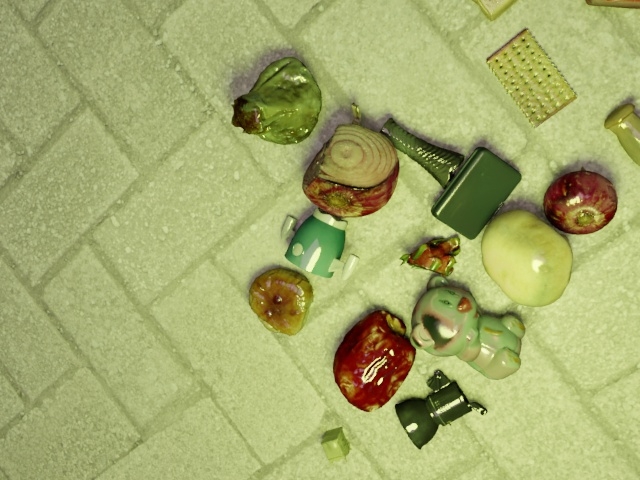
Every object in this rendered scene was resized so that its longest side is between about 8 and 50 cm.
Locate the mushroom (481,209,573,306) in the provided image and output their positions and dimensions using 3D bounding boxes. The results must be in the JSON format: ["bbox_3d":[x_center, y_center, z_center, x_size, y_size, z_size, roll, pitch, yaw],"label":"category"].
[{"bbox_3d":[0.565,0.037,1.388,0.234,0.254,0.260,-21,98,-20],"label":"mushroom"}]

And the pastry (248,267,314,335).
[{"bbox_3d":[-0.117,0.189,1.643,0.229,0.100,0.219,-36,88,18],"label":"pastry"}]

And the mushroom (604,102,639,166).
[{"bbox_3d":[0.836,-0.242,1.331,0.247,0.096,0.108,40,131,9],"label":"mushroom"}]

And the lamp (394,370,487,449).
[{"bbox_3d":[0.350,0.491,1.559,0.227,0.147,0.172,-34,65,9],"label":"lamp"}]

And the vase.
[{"bbox_3d":[0.276,-0.252,1.475,0.237,0.115,0.116,33,105,11],"label":"vase"}]

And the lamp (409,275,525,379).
[{"bbox_3d":[0.392,0.260,1.483,0.301,0.247,0.247,29,144,-3],"label":"lamp"}]

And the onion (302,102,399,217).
[{"bbox_3d":[0.084,-0.175,1.476,0.256,0.272,0.230,39,151,13],"label":"onion"}]

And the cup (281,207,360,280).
[{"bbox_3d":[0.000,0.000,1.555,0.299,0.167,0.173,31,100,35],"label":"cup"}]

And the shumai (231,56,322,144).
[{"bbox_3d":[-0.118,-0.400,1.495,0.225,0.222,0.261,29,100,11],"label":"shumai"}]

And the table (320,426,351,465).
[{"bbox_3d":[0.053,0.658,1.679,0.062,0.079,0.083,-22,94,19],"label":"table"}]

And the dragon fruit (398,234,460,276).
[{"bbox_3d":[0.324,0.049,1.506,0.175,0.138,0.142,-47,127,-12],"label":"dragon fruit"}]

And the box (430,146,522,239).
[{"bbox_3d":[0.428,-0.128,1.450,0.160,0.050,0.230,30,106,-17],"label":"box"}]

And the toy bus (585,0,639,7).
[{"bbox_3d":[0.803,-0.641,1.264,0.302,0.127,0.147,7,105,12],"label":"toy bus"}]

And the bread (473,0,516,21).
[{"bbox_3d":[0.474,-0.663,1.371,0.152,0.077,0.105,-38,89,15],"label":"bread"}]

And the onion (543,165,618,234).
[{"bbox_3d":[0.675,-0.098,1.369,0.177,0.153,0.177,2,107,6],"label":"onion"}]

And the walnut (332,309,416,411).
[{"bbox_3d":[0.174,0.359,1.547,0.243,0.222,0.269,35,102,-25],"label":"walnut"}]

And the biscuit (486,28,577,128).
[{"bbox_3d":[0.563,-0.433,1.412,0.139,0.016,0.231,-37,88,16],"label":"biscuit"}]
